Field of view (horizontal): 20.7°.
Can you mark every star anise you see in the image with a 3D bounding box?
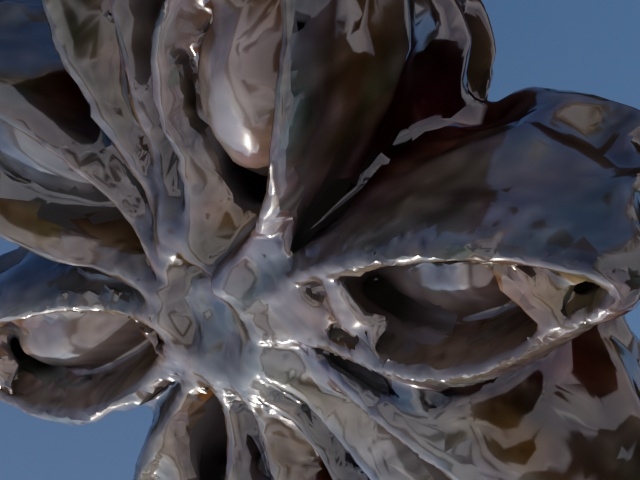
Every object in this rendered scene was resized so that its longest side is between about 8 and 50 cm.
[{"bbox_3d":[0.000,-0.001,0.422,0.109,0.223,0.236,-39,-46,-37],"label":"star anise"}]
